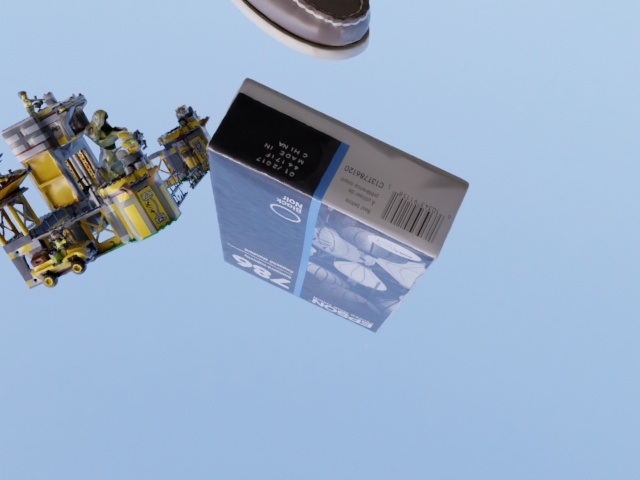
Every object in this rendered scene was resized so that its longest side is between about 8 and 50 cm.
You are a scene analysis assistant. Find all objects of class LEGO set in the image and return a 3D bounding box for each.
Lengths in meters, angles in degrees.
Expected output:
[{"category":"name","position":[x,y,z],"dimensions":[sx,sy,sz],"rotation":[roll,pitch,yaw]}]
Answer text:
[{"category":"LEGO set","position":[-0.270,-0.103,0.904],"dimensions":[0.255,0.192,0.331],"rotation":[-21,-162,21]}]

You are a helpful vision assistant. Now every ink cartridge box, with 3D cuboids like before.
[{"category":"ink cartridge box","position":[0.000,0.000,0.640],"dimensions":[0.165,0.333,0.065],"rotation":[25,-106,4]}]

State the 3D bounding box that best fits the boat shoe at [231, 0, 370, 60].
[{"category":"boat shoe","position":[-0.053,-0.307,0.719],"dimensions":[0.116,0.097,0.324],"rotation":[-22,-112,-28]}]
